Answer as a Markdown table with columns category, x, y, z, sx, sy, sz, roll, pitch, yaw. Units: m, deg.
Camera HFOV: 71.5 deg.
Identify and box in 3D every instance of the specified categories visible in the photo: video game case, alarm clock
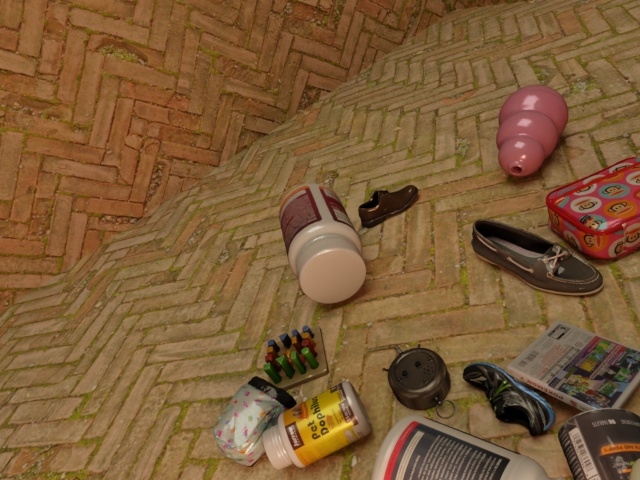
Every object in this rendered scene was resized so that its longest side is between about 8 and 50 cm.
| category | x | y | z | sx | sy | sz | roll | pitch | yaw |
| --- | --- | --- | --- | --- | --- | --- | --- | --- | --- |
| video game case | 0.491 | 0.236 | 0.841 | 0.201 | 0.023 | 0.183 | -24 | 28 | -32 |
| alarm clock | 0.221 | 0.305 | 0.958 | 0.129 | 0.064 | 0.192 | -32 | 37 | -8 |

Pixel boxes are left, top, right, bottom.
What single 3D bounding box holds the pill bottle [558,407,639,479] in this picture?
| category | x | y | z | sx | sy | sz | roll | pitch | yaw |
| --- | --- | --- | --- | --- | --- | --- | --- | --- | --- |
| pill bottle | 0.448 | 0.381 | 0.632 | 0.130 | 0.130 | 0.246 | -17 | 36 | 16 |

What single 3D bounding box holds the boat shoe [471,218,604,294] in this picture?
| category | x | y | z | sx | sy | sz | roll | pitch | yaw |
| --- | --- | --- | --- | --- | --- | --- | --- | --- | --- |
| boat shoe | 0.507 | 0.033 | 1.088 | 0.112 | 0.096 | 0.335 | -39 | 35 | -17 |

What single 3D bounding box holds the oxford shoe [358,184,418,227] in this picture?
| category | x | y | z | sx | sy | sz | roll | pitch | yaw |
| --- | --- | --- | --- | --- | --- | --- | --- | --- | --- |
| oxford shoe | 0.231 | -0.136 | 1.511 | 0.227 | 0.096 | 0.083 | -30 | 32 | -8 |

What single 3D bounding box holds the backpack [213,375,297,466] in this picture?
| category | x | y | z | sx | sy | sz | roll | pitch | yaw |
| --- | --- | --- | --- | --- | --- | --- | --- | --- | --- |
| backpack | -0.159 | 0.415 | 1.025 | 0.152 | 0.115 | 0.182 | 10 | 51 | 40 |

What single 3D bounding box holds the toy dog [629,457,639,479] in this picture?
| category | x | y | z | sx | sy | sz | roll | pitch | yaw |
| --- | --- | --- | --- | --- | --- | --- | --- | --- | --- |
| toy dog | 0.595 | 0.315 | 0.505 | 0.395 | 0.285 | 0.408 | 17 | 42 | 37 |

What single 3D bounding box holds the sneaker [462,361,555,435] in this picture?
| category | x | y | z | sx | sy | sz | roll | pitch | yaw |
| --- | --- | --- | --- | --- | --- | --- | --- | --- | --- |
| sneaker | 0.351 | 0.302 | 0.862 | 0.078 | 0.067 | 0.188 | -34 | 36 | -21 |

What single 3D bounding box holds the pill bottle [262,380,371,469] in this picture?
| category | x | y | z | sx | sy | sz | roll | pitch | yaw |
| --- | --- | --- | --- | --- | --- | --- | --- | --- | --- |
| pill bottle | -0.009 | 0.396 | 0.942 | 0.215 | 0.117 | 0.117 | -27 | 33 | 0 |

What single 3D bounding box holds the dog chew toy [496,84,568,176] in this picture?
| category | x | y | z | sx | sy | sz | roll | pitch | yaw |
| --- | --- | --- | --- | --- | --- | --- | --- | --- | --- |
| dog chew toy | 0.653 | -0.334 | 1.403 | 0.206 | 0.207 | 0.332 | 3 | 53 | 38 |

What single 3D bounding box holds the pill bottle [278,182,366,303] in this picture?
| category | x | y | z | sx | sy | sz | roll | pitch | yaw |
| --- | --- | --- | --- | --- | --- | --- | --- | --- | --- |
| pill bottle | 0.000 | 0.000 | 1.373 | 0.224 | 0.224 | 0.392 | -25 | 33 | 4 |

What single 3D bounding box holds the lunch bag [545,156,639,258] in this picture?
| category | x | y | z | sx | sy | sz | roll | pitch | yaw |
| --- | --- | --- | --- | --- | --- | --- | --- | --- | --- |
| lunch bag | 0.727 | -0.093 | 1.096 | 0.293 | 0.120 | 0.258 | -24 | 30 | 3 |

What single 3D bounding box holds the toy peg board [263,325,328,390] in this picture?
| category | x | y | z | sx | sy | sz | roll | pitch | yaw |
| --- | --- | --- | --- | --- | --- | --- | --- | --- | --- |
| toy peg board | -0.076 | 0.291 | 1.165 | 0.161 | 0.079 | 0.161 | -23 | 34 | 6 |

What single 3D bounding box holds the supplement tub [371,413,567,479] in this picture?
| category | x | y | z | sx | sy | sz | roll | pitch | yaw |
| --- | --- | --- | --- | --- | --- | --- | --- | --- | --- |
| supplement tub | 0.233 | 0.406 | 0.692 | 0.272 | 0.191 | 0.191 | 7 | 47 | 41 |
